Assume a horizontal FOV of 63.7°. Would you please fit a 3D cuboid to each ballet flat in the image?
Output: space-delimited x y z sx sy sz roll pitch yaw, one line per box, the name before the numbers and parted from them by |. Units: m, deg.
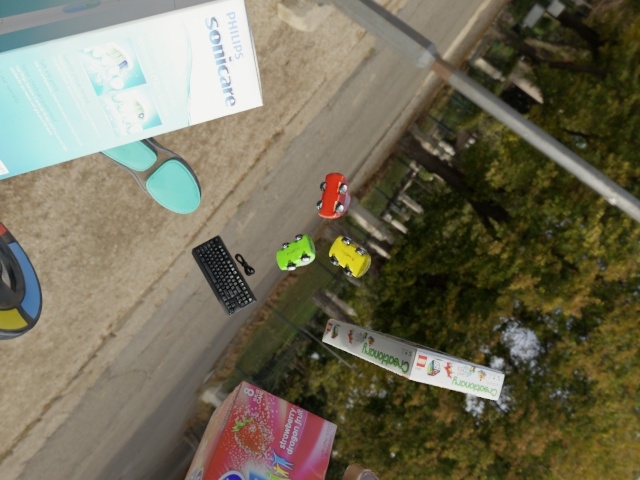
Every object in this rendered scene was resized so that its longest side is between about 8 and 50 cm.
ballet flat | -0.226 -0.108 0.675 0.074 0.074 0.203 -51 149 -6

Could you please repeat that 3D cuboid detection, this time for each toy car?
toy car | 0.000 0.000 1.115 0.225 0.239 0.053 -29 154 30

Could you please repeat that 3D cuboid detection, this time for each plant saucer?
plant saucer | 0.093 0.518 0.994 0.029 0.168 0.168 -23 -172 24

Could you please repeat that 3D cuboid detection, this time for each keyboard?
keyboard | -0.212 0.074 1.199 0.108 0.180 0.023 -29 174 -17

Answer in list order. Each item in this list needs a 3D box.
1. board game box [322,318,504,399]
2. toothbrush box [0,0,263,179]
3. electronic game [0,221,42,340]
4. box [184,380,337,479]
board game box | 0.157 0.214 0.959 0.305 0.193 0.053 2 -106 65
toothbrush box | -0.235 -0.209 0.535 0.296 0.216 0.126 -20 143 -10
electronic game | -0.431 0.021 0.630 0.048 0.229 0.229 -32 175 0
box | -0.089 0.300 0.538 0.122 0.128 0.256 -52 -167 45
